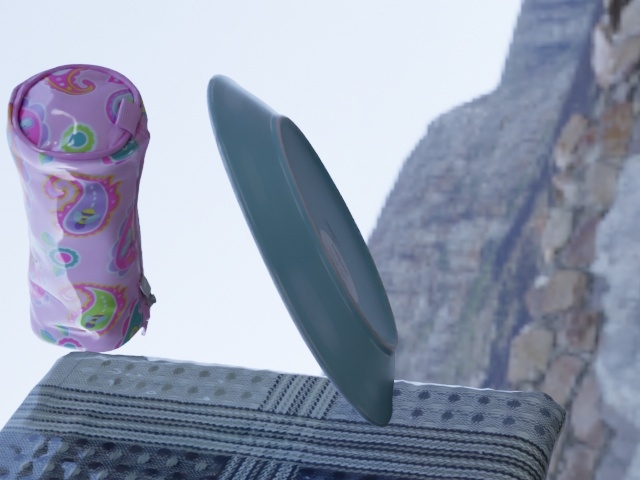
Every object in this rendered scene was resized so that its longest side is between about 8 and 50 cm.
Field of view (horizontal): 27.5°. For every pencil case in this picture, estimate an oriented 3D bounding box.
[{"bbox_3d":[-0.205,-0.018,1.151,0.284,0.124,0.124,96,-162,-48],"label":"pencil case"}]

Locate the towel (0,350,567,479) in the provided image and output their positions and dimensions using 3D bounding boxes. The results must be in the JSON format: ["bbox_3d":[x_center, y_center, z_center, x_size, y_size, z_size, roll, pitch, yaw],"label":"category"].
[{"bbox_3d":[-0.061,0.166,0.673,0.312,0.324,0.056,-56,-35,-54],"label":"towel"}]

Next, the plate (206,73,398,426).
[{"bbox_3d":[0.000,0.000,0.635,0.188,0.024,0.188,62,-171,-18],"label":"plate"}]
